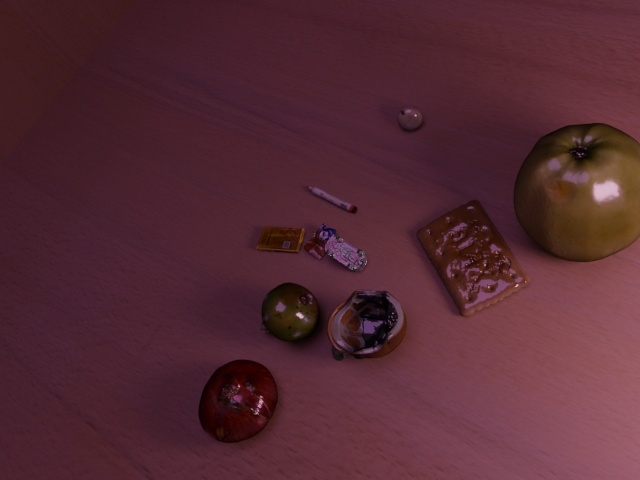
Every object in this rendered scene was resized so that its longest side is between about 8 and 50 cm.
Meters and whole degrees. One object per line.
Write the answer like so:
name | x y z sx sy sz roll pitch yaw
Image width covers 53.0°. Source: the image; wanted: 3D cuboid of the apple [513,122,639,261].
apple | 0.674 -0.125 1.635 0.357 0.357 0.357 -11 58 19

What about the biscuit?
biscuit | 0.426 0.043 1.825 0.217 0.044 0.325 -28 54 7

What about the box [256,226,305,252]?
box | -0.132 -0.003 2.124 0.156 0.022 0.089 2 65 26

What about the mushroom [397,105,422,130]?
mushroom | 0.298 -0.411 2.132 0.085 0.085 0.079 -13 29 18

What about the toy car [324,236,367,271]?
toy car | 0.079 0.042 1.980 0.142 0.055 0.069 33 88 25

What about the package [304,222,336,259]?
package | 0.001 0.000 2.055 0.077 0.033 0.110 32 93 12

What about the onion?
onion | -0.244 0.454 1.844 0.248 0.161 0.248 -25 34 19

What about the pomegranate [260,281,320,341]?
pomegranate | -0.104 0.226 1.906 0.210 0.180 0.180 -39 48 36

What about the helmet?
helmet | 0.143 0.244 1.788 0.224 0.130 0.198 -16 52 28

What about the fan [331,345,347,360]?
fan | 0.067 0.321 1.858 0.080 0.003 0.060 5 65 27

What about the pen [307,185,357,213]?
pen | 0.034 -0.140 2.124 0.218 0.026 0.026 29 77 35
